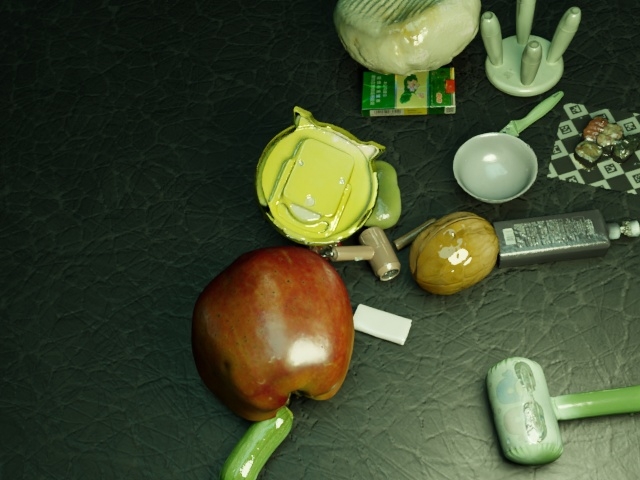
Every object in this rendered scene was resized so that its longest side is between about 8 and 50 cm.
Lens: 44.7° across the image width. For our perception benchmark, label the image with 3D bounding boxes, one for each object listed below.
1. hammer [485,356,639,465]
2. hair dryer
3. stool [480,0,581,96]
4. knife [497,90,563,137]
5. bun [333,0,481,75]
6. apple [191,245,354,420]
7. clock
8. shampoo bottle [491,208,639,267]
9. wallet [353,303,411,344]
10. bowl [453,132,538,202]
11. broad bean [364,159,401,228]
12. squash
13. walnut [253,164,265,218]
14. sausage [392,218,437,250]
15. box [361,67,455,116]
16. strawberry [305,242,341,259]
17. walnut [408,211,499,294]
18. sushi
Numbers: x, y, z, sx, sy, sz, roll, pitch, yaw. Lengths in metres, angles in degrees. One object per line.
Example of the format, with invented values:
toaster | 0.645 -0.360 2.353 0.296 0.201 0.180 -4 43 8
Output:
hammer | 0.499 0.319 1.506 0.336 0.119 0.206 -6 60 -2
hair dryer | 0.083 0.032 1.713 0.182 0.064 0.117 -3 54 -33
stool | 0.502 -0.487 1.906 0.195 0.198 0.195 -41 61 -13
knife | 0.482 -0.280 1.893 0.293 0.020 0.043 -39 64 -12
bun | 0.215 -0.534 1.950 0.365 0.219 0.365 -10 41 8
apple | -0.099 0.189 1.632 0.329 0.295 0.365 -48 43 25
clock | -0.008 -0.127 1.743 0.277 0.071 0.293 30 74 -4
shampoo bottle | 0.536 -0.009 1.699 0.310 0.071 0.098 -7 59 5
wallet | 0.130 0.181 1.683 0.122 0.025 0.061 16 66 18
bowl | 0.402 -0.149 1.793 0.189 0.086 0.189 -4 61 8
broad bean | 0.126 -0.111 1.816 0.124 0.082 0.174 1 59 7
squash | -0.134 0.424 1.561 0.077 0.068 0.219 28 68 17
walnut | -0.070 -0.156 1.844 0.204 0.141 0.238 -10 57 8
sausage | 0.218 -0.015 1.781 0.116 0.026 0.026 -31 61 -9
box | 0.223 -0.377 1.980 0.235 0.034 0.132 0 59 8
strawberry | 0.000 0.000 1.776 0.083 0.083 0.096 -27 60 -7
walnut | 0.287 0.026 1.670 0.207 0.167 0.167 -30 61 -8
sushi | 0.664 -0.232 1.820 0.220 0.047 0.231 13 63 16
